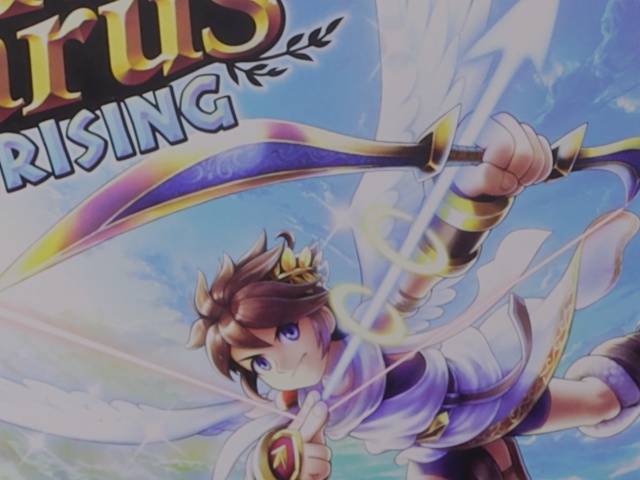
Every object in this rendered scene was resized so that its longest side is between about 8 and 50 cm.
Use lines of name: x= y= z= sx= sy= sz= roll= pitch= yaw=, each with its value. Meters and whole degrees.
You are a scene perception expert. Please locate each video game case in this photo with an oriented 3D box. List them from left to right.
video game case: x=0.000 y=0.000 z=0.477 sx=0.269 sy=0.061 sz=0.244 roll=-17 pitch=89 yaw=-14
